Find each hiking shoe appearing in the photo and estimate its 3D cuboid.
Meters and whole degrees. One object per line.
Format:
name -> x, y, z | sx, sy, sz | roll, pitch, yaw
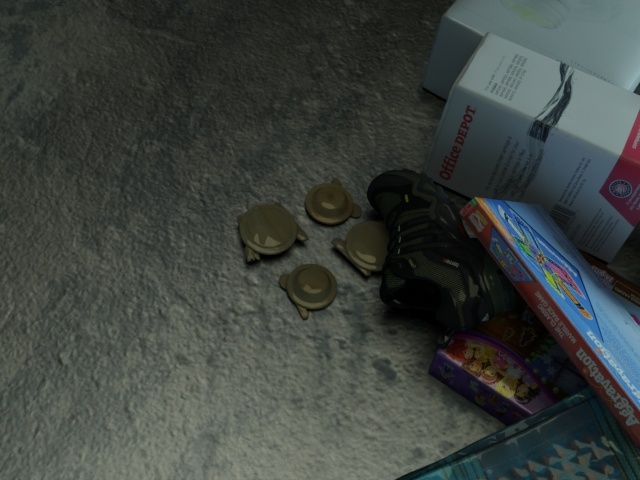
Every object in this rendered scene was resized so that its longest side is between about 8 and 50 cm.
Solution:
hiking shoe -> 0.098, 0.010, 1.012 | 0.114, 0.086, 0.227 | -29, 48, -15

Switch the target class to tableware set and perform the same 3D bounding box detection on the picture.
tableware set -> 0.000, 0.000, 1.080 | 0.169, 0.020, 0.141 | -27, 66, -22

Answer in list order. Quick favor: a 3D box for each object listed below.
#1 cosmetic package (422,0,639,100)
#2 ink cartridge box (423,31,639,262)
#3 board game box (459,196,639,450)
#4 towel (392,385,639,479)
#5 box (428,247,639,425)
cosmetic package -> 0.283, -0.242, 1.186 | 0.224, 0.138, 0.224 | 32, 63, 12
ink cartridge box -> 0.252, -0.101, 1.077 | 0.237, 0.172, 0.100 | 26, 59, 9
board game box -> 0.256, 0.073, 0.943 | 0.145, 0.027, 0.281 | 4, 46, -52
towel -> 0.234, 0.332, 0.856 | 0.272, 0.040, 0.370 | -26, 66, -1
box -> 0.288, 0.134, 1.009 | 0.293, 0.057, 0.201 | 33, 62, 13
